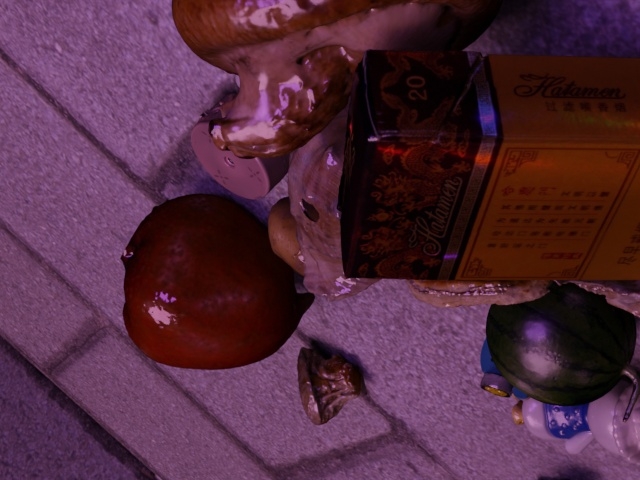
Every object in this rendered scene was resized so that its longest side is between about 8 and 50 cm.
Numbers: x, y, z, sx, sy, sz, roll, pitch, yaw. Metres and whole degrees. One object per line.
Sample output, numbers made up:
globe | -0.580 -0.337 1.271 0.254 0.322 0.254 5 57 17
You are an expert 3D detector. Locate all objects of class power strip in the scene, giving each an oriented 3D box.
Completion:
power strip | -0.115 -0.141 1.775 0.154 0.078 0.154 31 151 20

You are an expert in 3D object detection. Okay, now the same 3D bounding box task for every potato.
potato | 0.000 0.000 1.795 0.176 0.137 0.137 17 144 37

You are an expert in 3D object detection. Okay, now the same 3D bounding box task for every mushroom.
mushroom | 0.028 -0.224 1.246 0.345 0.345 0.259 -16 77 56

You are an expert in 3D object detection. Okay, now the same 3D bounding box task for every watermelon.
watermelon | 0.321 0.125 1.538 0.214 0.188 0.188 25 148 28

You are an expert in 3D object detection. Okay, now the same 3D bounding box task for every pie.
pie | 0.211 0.019 1.518 0.205 0.179 0.084 -7 133 34

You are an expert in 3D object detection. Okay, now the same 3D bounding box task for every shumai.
shumai | 0.022 0.261 2.161 0.116 0.145 0.145 -13 134 7

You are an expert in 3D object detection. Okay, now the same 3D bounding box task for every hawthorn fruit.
hawthorn fruit | -0.190 0.083 1.966 0.311 0.295 0.295 43 151 1

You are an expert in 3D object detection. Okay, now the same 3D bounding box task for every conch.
conch | 0.050 -0.072 1.504 0.186 0.324 0.263 20 -155 -53

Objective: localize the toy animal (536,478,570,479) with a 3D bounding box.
toy animal | 0.386 0.462 2.013 0.127 0.125 0.251 13 168 -7

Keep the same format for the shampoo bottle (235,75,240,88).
shampoo bottle | -0.057 -0.261 1.560 0.108 0.051 0.221 20 149 5

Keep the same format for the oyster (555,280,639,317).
oyster | 0.334 0.012 1.430 0.233 0.161 0.107 30 171 -1

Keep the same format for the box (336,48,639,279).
box | 0.230 -0.068 1.230 0.415 0.116 0.264 0 148 -4

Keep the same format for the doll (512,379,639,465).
doll | 0.389 0.247 1.712 0.293 0.119 0.138 0 100 55

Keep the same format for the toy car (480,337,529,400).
toy car | 0.315 0.177 1.709 0.161 0.126 0.098 12 163 24
